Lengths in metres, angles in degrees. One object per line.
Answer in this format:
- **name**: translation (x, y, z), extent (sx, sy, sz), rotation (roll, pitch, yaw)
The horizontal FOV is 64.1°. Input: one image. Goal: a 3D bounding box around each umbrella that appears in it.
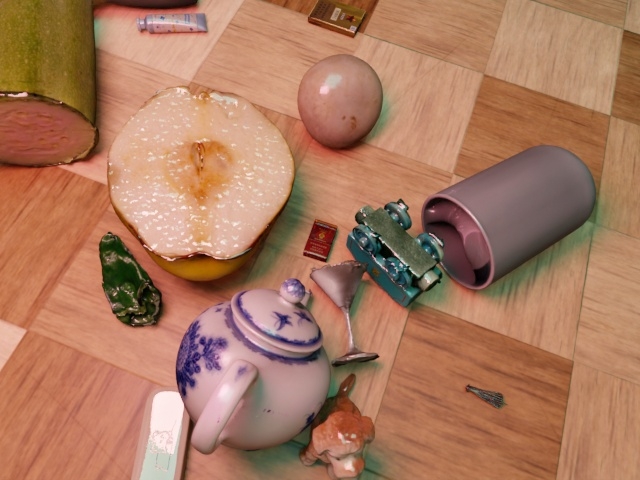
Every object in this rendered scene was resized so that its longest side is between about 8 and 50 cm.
- **umbrella**: translation (0.312, 0.291, 0.961), extent (0.083, 0.020, 0.031), rotation (18, 64, 10)

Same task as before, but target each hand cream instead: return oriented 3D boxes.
- **hand cream**: translation (-0.375, -0.549, 1.293), extent (0.171, 0.043, 0.065), rotation (-7, 66, -13)

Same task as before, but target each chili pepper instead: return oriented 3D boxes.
- **chili pepper**: translation (-0.369, 0.065, 0.981), extent (0.108, 0.062, 0.216), rotation (-45, 66, 19)

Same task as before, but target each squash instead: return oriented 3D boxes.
- **squash**: translation (-0.608, -0.364, 1.064), extent (0.263, 0.263, 0.384), rotation (-9, 66, -9)

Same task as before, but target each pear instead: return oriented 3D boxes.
- **pear**: translation (-0.226, -0.095, 1.004), extent (0.340, 0.191, 0.386), rotation (2, 64, -8)

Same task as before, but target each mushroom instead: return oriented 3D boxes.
- **mushroom**: translation (0.031, -0.318, 1.153), extent (0.204, 0.204, 0.204), rotation (2, 64, -4)

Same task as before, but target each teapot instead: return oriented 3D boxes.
- **teapot**: translation (-0.094, 0.182, 0.825), extent (0.252, 0.424, 0.280), rotation (28, 107, 5)

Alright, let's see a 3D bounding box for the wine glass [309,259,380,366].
- **wine glass**: translation (0.047, 0.140, 0.964), extent (0.122, 0.122, 0.183), rotation (-5, 71, -7)

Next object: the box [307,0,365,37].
- **box**: translation (0.043, -0.595, 1.358), extent (0.133, 0.023, 0.090), rotation (20, 66, 5)

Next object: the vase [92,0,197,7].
- **vase**: translation (-0.484, -0.649, 1.274), extent (0.321, 0.173, 0.173), rotation (-15, 67, -4)

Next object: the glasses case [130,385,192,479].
- **glasses case**: translation (-0.267, 0.349, 0.867), extent (0.083, 0.050, 0.196), rotation (4, 64, -5)

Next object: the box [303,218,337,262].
- **box**: translation (0.000, 0.000, 1.070), extent (0.051, 0.023, 0.082), rotation (18, 65, 3)

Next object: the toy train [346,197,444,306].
- **toy train**: translation (0.143, 0.025, 0.992), extent (0.112, 0.163, 0.203), rotation (-34, 70, -18)

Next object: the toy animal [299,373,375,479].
- **toy animal**: translation (0.038, 0.292, 0.845), extent (0.104, 0.185, 0.184), rotation (18, 64, 6)

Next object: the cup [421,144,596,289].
- **cup**: translation (0.386, -0.058, 1.030), extent (0.312, 0.205, 0.205), rotation (-26, 69, -17)
